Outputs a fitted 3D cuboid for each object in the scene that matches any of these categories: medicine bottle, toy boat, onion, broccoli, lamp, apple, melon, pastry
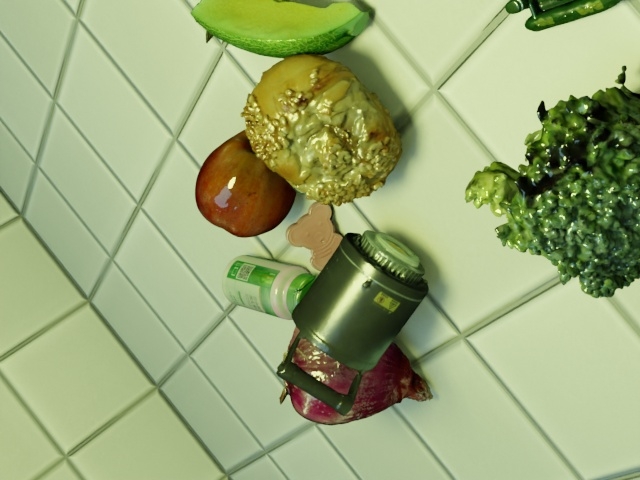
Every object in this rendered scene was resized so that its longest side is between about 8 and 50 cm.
[{"bbox_3d":[-0.107,0.116,2.181,0.274,0.133,0.133,9,127,45],"label":"medicine bottle"},{"bbox_3d":[0.351,-0.360,1.271,0.210,0.052,0.104,-4,114,53],"label":"toy boat"},{"bbox_3d":[0.091,0.268,1.992,0.349,0.267,0.159,5,141,-5],"label":"onion"},{"bbox_3d":[0.406,-0.094,1.311,0.293,0.348,0.281,-52,36,18],"label":"broccoli"},{"bbox_3d":[0.083,0.119,1.813,0.205,0.374,0.272,32,124,-6],"label":"lamp"},{"bbox_3d":[-0.161,-0.119,1.953,0.234,0.234,0.234,31,140,30],"label":"apple"},{"bbox_3d":[-0.060,-0.393,1.657,0.323,0.196,0.124,21,106,33],"label":"melon"},{"bbox_3d":[0.005,-0.188,1.651,0.311,0.162,0.255,39,128,-20],"label":"pastry"}]

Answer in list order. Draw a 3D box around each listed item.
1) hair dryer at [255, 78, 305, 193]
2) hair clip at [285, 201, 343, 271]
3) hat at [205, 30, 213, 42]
[{"bbox_3d":[-0.016,-0.240,1.817,0.229,0.092,0.267,-19,95,47],"label":"hair dryer"},{"bbox_3d":[0.000,-0.001,1.973,0.138,0.123,0.102,52,175,11],"label":"hair clip"},{"bbox_3d":[-0.201,-0.473,1.833,0.146,0.067,0.146,179,90,-83],"label":"hat"}]
